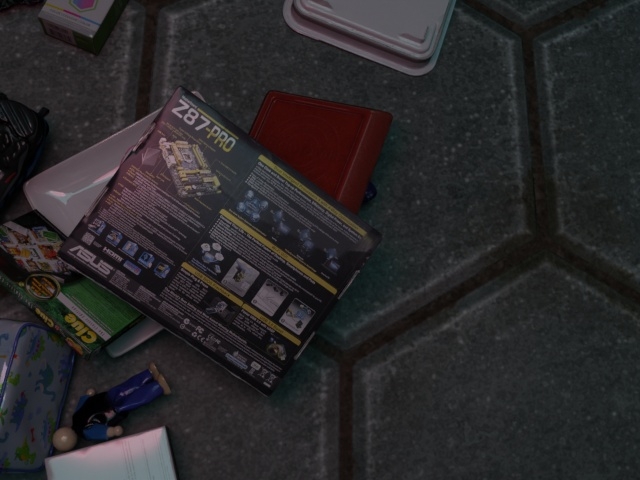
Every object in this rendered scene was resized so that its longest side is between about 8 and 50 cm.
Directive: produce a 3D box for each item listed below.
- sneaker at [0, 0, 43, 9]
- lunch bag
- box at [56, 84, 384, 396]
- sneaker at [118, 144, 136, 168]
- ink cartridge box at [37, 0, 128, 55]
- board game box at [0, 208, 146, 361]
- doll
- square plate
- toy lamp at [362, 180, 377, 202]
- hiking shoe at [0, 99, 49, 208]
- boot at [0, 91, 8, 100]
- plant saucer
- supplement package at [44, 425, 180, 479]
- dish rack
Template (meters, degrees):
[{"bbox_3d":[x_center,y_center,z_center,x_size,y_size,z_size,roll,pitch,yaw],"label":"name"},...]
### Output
[{"bbox_3d":[-0.575,-0.460,1.273,0.098,0.083,0.224,44,71,0],"label":"sneaker"},{"bbox_3d":[-0.455,0.234,1.035,0.090,0.176,0.219,5,74,15],"label":"lunch bag"},{"bbox_3d":[-0.150,0.004,1.085,0.394,0.097,0.318,35,90,-11],"label":"box"},{"bbox_3d":[-0.296,-0.064,1.139,0.077,0.072,0.179,9,89,-6],"label":"sneaker"},{"bbox_3d":[-0.429,-0.466,1.307,0.108,0.062,0.209,22,71,-1],"label":"ink cartridge box"},{"bbox_3d":[-0.408,0.064,1.084,0.259,0.030,0.136,40,36,8],"label":"board game box"},{"bbox_3d":[-0.331,0.267,1.089,0.188,0.046,0.129,-30,36,-20],"label":"doll"},{"bbox_3d":[-0.277,-0.034,1.185,0.347,0.049,0.344,-30,80,-6],"label":"square plate"},{"bbox_3d":[0.000,0.000,1.230,0.080,0.080,0.275,37,71,3],"label":"toy lamp"},{"bbox_3d":[-0.547,-0.090,1.151,0.113,0.132,0.304,38,94,-2],"label":"hiking shoe"},{"bbox_3d":[-0.582,-0.207,1.213,0.099,0.045,0.121,43,66,4],"label":"boot"},{"bbox_3d":[-0.031,-0.155,1.238,0.258,0.048,0.259,15,69,18],"label":"plant saucer"},{"bbox_3d":[-0.311,0.358,1.055,0.179,0.105,0.105,-12,77,-13],"label":"supplement package"},{"bbox_3d":[0.115,-0.510,1.407,0.332,0.072,0.286,21,71,-4],"label":"dish rack"}]
